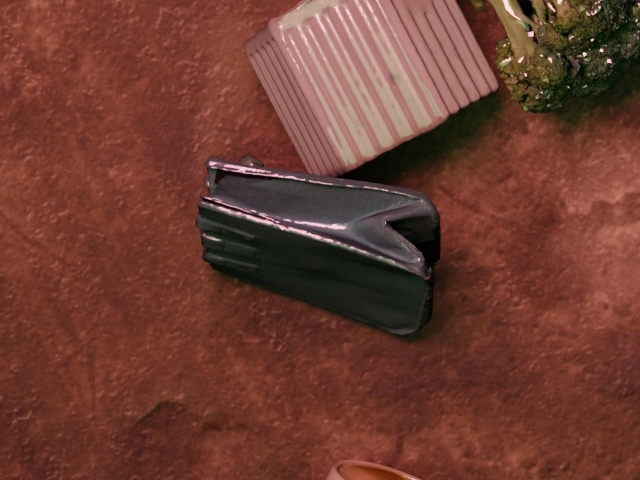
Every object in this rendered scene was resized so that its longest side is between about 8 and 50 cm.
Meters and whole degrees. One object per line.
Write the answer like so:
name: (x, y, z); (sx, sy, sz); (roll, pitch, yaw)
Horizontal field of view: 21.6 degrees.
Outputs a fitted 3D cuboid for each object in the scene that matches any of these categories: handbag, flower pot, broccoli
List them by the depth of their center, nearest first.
broccoli: (0.249, -0.270, 1.780); (0.270, 0.270, 0.270); (19, 99, -8)
flower pot: (0.054, -0.192, 1.848); (0.209, 0.239, 0.190); (-26, 95, 40)
handbag: (0.004, -0.004, 1.856); (0.274, 0.269, 0.100); (16, 73, 8)

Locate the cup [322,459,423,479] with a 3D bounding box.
cup: (0.086, 0.384, 1.962); (0.173, 0.255, 0.202); (28, 102, 47)
